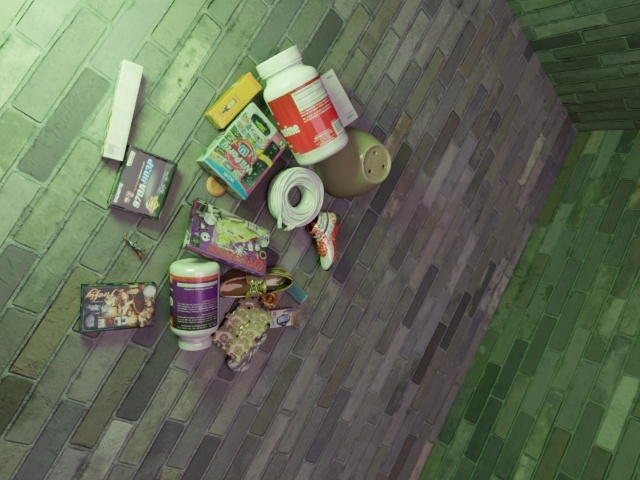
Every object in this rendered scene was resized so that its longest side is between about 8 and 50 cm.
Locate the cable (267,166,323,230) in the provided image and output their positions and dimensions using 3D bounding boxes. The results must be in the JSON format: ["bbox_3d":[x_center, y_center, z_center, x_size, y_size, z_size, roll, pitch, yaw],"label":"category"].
[{"bbox_3d":[-0.105,-0.184,1.923,0.257,0.089,0.257,-16,107,-33],"label":"cable"}]

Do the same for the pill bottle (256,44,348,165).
[{"bbox_3d":[-0.074,-0.514,1.730,0.229,0.229,0.407,-38,112,-24],"label":"pill bottle"}]

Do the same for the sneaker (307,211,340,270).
[{"bbox_3d":[-0.001,-0.001,2.035,0.145,0.090,0.270,9,90,-36],"label":"sneaker"}]

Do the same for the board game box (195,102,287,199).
[{"bbox_3d":[-0.296,-0.342,1.741,0.224,0.097,0.303,45,70,-32],"label":"board game box"}]

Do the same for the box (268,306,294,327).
[{"bbox_3d":[-0.183,0.345,2.010,0.136,0.028,0.081,-2,101,-37],"label":"box"}]

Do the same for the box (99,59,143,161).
[{"bbox_3d":[-0.660,-0.426,1.490,0.067,0.063,0.324,11,93,-38],"label":"box"}]

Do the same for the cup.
[{"bbox_3d":[0.174,-0.342,1.999,0.331,0.237,0.331,-8,105,-34],"label":"cup"}]

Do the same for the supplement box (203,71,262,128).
[{"bbox_3d":[-0.331,-0.527,1.699,0.233,0.080,0.078,-52,123,-18],"label":"supplement box"}]

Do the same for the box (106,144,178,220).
[{"bbox_3d":[-0.620,-0.200,1.571,0.175,0.051,0.220,21,88,-37],"label":"box"}]

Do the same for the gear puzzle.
[{"bbox_3d":[-0.304,0.334,1.903,0.175,0.044,0.339,44,65,-10],"label":"gear puzzle"}]

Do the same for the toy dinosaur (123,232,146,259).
[{"bbox_3d":[-0.662,0.020,1.594,0.082,0.047,0.090,22,97,-18],"label":"toy dinosaur"}]

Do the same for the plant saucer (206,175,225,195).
[{"bbox_3d":[-0.403,-0.216,1.748,0.083,0.013,0.083,-7,103,-34],"label":"plant saucer"}]

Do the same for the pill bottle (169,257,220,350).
[{"bbox_3d":[-0.471,0.237,1.685,0.181,0.181,0.323,-3,101,-35],"label":"pill bottle"}]

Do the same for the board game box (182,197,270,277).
[{"bbox_3d":[-0.353,-0.006,1.749,0.347,0.056,0.208,26,58,-36],"label":"board game box"}]

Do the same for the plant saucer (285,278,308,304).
[{"bbox_3d":[-0.126,0.216,2.032,0.067,0.018,0.192,-52,122,-17],"label":"plant saucer"}]

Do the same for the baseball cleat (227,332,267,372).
[{"bbox_3d":[-0.308,0.481,1.934,0.206,0.072,0.109,-35,131,-20],"label":"baseball cleat"}]

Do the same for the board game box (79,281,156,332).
[{"bbox_3d":[-0.715,0.234,1.595,0.243,0.042,0.165,1,99,-36],"label":"board game box"}]

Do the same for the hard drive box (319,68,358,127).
[{"bbox_3d":[0.025,-0.577,1.916,0.181,0.089,0.232,-40,111,-23],"label":"hard drive box"}]

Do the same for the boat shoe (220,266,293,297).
[{"bbox_3d":[-0.261,0.174,1.856,0.324,0.120,0.122,-10,104,-29],"label":"boat shoe"}]
